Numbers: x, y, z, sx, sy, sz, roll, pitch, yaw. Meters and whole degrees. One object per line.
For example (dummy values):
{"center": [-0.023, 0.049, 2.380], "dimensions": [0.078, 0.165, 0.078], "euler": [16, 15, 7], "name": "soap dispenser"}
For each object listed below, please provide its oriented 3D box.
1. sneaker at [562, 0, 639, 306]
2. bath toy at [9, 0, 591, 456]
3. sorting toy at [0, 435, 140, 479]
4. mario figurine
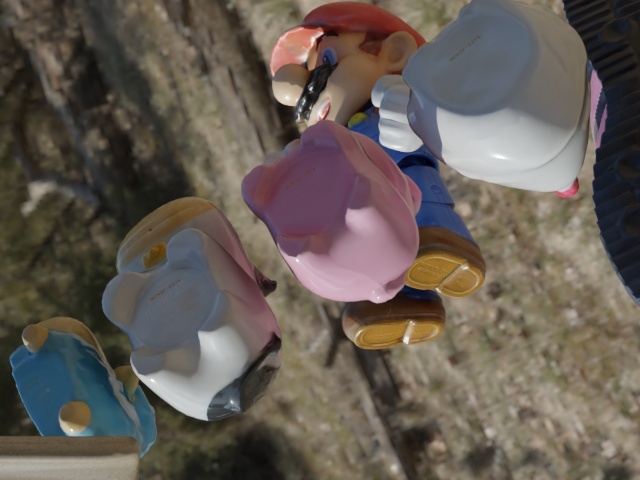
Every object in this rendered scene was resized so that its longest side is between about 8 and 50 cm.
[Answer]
{"center": [0.245, -0.058, 0.965], "dimensions": [0.131, 0.112, 0.319], "euler": [54, -151, -44], "name": "sneaker"}
{"center": [0.000, 0.000, 0.769], "dimensions": [0.129, 0.348, 0.151], "euler": [44, -165, -48], "name": "bath toy"}
{"center": [-0.168, 0.141, 0.579], "dimensions": [0.047, 0.347, 0.196], "euler": [-102, 17, -53], "name": "sorting toy"}
{"center": [0.018, -0.073, 1.154], "dimensions": [0.170, 0.198, 0.320], "euler": [44, -156, -47], "name": "mario figurine"}
